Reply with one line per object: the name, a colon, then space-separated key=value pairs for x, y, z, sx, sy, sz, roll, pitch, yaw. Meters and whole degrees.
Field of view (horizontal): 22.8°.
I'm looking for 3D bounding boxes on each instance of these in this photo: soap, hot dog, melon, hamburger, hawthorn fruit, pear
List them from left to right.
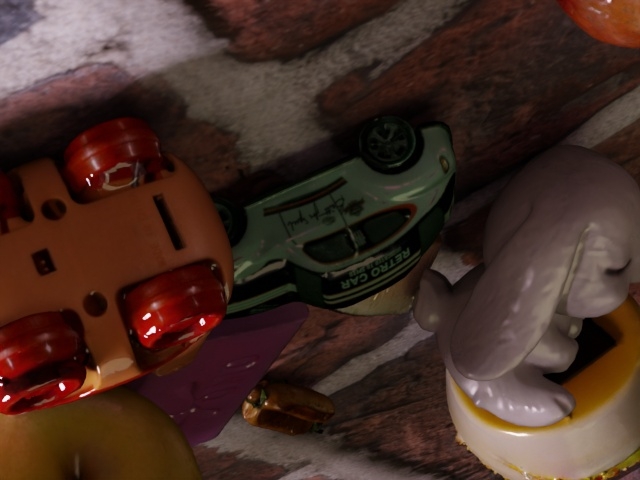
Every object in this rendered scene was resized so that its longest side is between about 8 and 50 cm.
pear: x=-0.283 y=0.262 z=1.401 sx=0.362 sy=0.363 sz=0.418 roll=-10 pitch=166 yaw=-36
soap: x=-0.142 y=0.128 z=1.626 sx=0.181 sy=0.081 sz=0.259 roll=-9 pitch=151 yaw=-37
hot dog: x=-0.040 y=0.200 z=1.924 sx=0.072 sy=0.055 sz=0.188 roll=-30 pitch=158 yaw=14
melon: x=0.042 y=0.038 z=1.681 sx=0.182 sy=0.054 sz=0.098 roll=-9 pitch=145 yaw=-39
hamburger: x=0.289 y=0.172 z=1.939 sx=0.276 sy=0.294 sz=0.179 roll=-37 pitch=143 yaw=-10
hawthorn fruit: x=0.241 y=-0.224 z=1.278 sx=0.125 sy=0.140 sz=0.125 roll=-53 pitch=-179 yaw=2

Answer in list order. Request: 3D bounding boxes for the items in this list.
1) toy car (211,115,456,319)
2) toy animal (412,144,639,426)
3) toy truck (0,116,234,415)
toy car: x=0.000 y=0.000 z=1.460 sx=0.305 sy=0.125 sz=0.136 roll=-26 pitch=158 yaw=-7
toy animal: x=0.231 y=0.025 z=1.656 sx=0.265 sy=0.206 sz=0.272 roll=-62 pitch=-179 yaw=41
toy truck: x=-0.189 y=0.039 z=1.266 sx=0.264 sy=0.189 sz=0.239 roll=-20 pitch=165 yaw=-17
